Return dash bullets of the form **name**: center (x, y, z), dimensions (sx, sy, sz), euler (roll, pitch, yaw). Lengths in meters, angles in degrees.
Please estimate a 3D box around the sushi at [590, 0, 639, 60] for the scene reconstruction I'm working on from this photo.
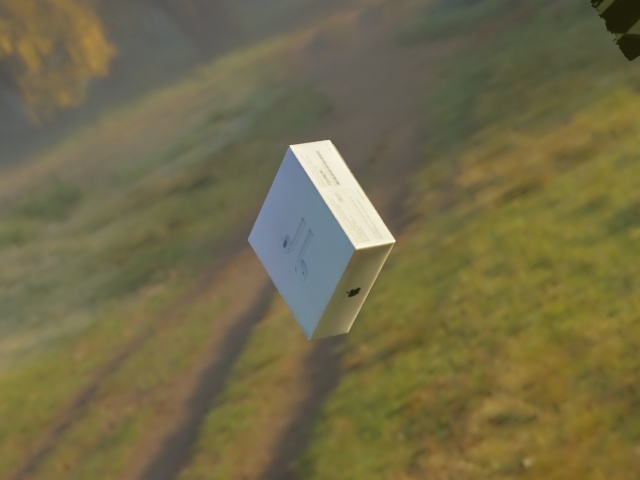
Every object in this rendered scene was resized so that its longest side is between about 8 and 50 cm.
- **sushi**: center (0.297, -0.266, 1.360), dimensions (0.290, 0.050, 0.264), euler (-34, -24, 12)

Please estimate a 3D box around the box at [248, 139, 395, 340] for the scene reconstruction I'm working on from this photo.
- **box**: center (0.000, 0.000, 1.769), dimensions (0.051, 0.130, 0.129), euler (-9, -38, -33)
